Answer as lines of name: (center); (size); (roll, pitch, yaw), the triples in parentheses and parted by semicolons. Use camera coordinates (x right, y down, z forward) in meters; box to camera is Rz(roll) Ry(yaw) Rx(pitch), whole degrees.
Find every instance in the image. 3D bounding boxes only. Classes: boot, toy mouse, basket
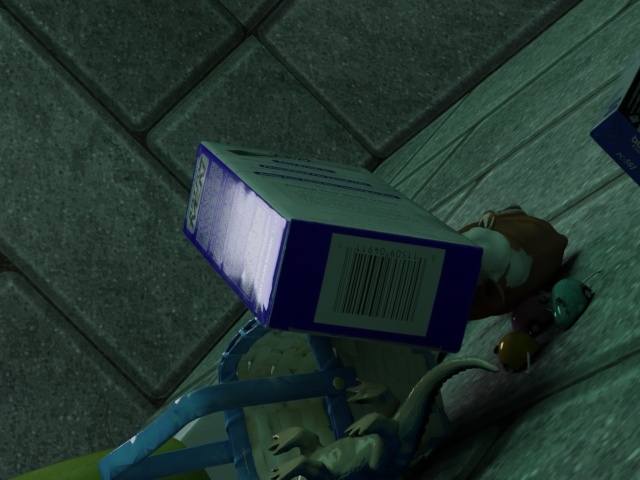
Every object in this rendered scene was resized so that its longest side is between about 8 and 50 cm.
boot: (0.241, -0.024, 2.251); (0.118, 0.042, 0.087); (-31, 5, 41)
toy mouse: (0.219, 0.068, 1.676); (0.143, 0.031, 0.161); (-45, 5, -8)
basket: (-0.045, 0.172, 1.647); (0.289, 0.201, 0.255); (-10, -15, -34)

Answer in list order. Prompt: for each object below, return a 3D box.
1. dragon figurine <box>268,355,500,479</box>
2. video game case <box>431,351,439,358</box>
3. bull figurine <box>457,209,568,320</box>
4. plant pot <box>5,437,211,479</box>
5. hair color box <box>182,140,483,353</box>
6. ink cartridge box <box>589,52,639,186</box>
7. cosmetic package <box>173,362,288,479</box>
dragon figurine: (0.053, 0.203, 1.481); (0.289, 0.144, 0.085); (-35, 24, 10)
video game case: (0.068, 0.135, 2.106); (0.275, 0.035, 0.248); (-37, 16, 39)
bull figurine: (0.149, 0.033, 1.761); (0.188, 0.101, 0.310); (-17, -5, 27)
plant pot: (-0.273, 0.372, 2.119); (0.293, 0.275, 0.275); (-30, -1, -23)
hair color box: (0.000, 0.000, 1.616); (0.339, 0.185, 0.110); (-135, 56, -67)
ink cartridge box: (0.355, -0.132, 1.840); (0.046, 0.097, 0.207); (-42, 6, 32)
cosmetic package: (-0.134, 0.283, 2.340); (0.231, 0.117, 0.085); (-46, 4, -32)
